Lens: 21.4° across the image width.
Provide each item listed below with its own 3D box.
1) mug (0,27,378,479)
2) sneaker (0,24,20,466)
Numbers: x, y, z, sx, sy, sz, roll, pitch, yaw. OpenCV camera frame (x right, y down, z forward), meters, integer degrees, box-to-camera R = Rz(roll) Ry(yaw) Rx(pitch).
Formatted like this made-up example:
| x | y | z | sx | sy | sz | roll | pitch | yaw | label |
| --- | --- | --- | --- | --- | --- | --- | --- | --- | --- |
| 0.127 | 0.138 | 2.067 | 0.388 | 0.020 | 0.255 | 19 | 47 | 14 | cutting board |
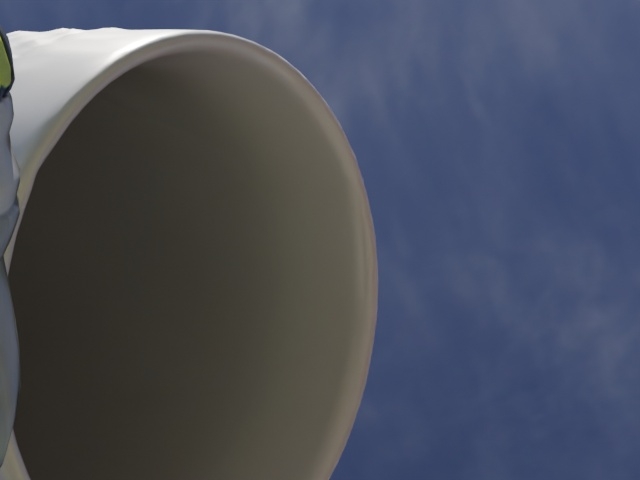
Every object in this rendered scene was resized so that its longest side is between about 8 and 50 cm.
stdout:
| x | y | z | sx | sy | sz | roll | pitch | yaw | label |
| --- | --- | --- | --- | --- | --- | --- | --- | --- | --- |
| -0.151 | 0.011 | 0.950 | 0.374 | 0.328 | 0.276 | -27 | -66 | -47 | mug |
| -0.241 | 0.030 | 0.373 | 0.145 | 0.384 | 0.147 | -9 | -84 | -63 | sneaker |
